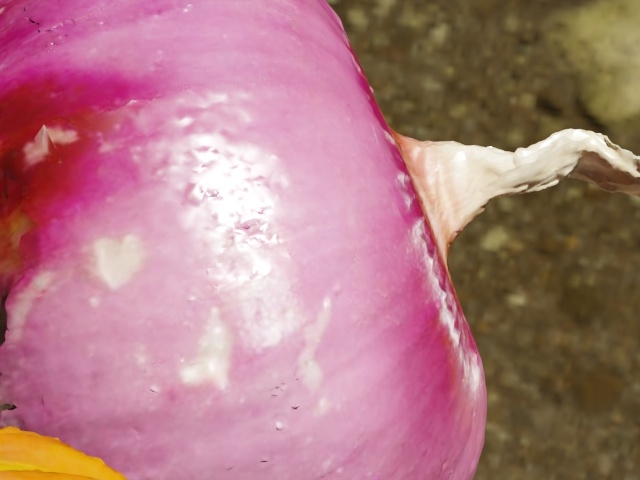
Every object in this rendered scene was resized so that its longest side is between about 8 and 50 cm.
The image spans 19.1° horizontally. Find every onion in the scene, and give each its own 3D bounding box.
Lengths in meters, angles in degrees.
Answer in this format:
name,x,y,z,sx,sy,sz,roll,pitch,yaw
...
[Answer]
name,x,y,z,sx,sy,sz,roll,pitch,yaw
onion,-0.037,0.008,0.965,0.345,0.358,0.358,-25,50,-25

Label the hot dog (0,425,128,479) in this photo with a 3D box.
name,x,y,z,sx,sy,sz,roll,pitch,yaw
hot dog,-0.101,0.135,0.332,0.158,0.117,0.349,-10,26,5
